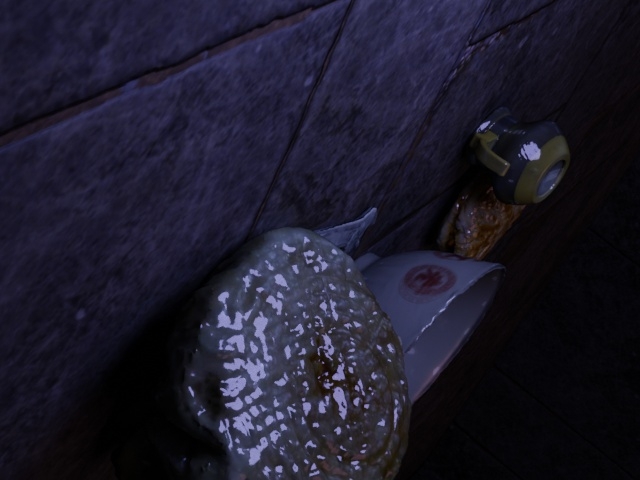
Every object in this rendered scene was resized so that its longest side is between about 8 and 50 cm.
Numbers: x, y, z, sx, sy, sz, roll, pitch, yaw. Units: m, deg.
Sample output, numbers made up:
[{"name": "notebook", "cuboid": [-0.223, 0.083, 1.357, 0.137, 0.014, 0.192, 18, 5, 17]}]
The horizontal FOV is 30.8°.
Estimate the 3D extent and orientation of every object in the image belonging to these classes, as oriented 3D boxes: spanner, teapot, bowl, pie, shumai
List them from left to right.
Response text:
[{"name": "shumai", "cuboid": [-0.088, 0.165, 1.147, 0.263, 0.304, 0.309, -25, 153, 37]}, {"name": "spanner", "cuboid": [0.000, 0.000, 1.288, 0.071, 0.017, 0.302, -56, 164, 17]}, {"name": "bowl", "cuboid": [0.079, 0.120, 1.528, 0.337, 0.157, 0.337, -46, 163, -18]}, {"name": "pie", "cuboid": [0.244, -0.038, 1.776, 0.179, 0.084, 0.205, -52, 163, -2]}, {"name": "teapot", "cuboid": [0.260, -0.115, 1.577, 0.166, 0.119, 0.130, -8, 131, -56]}]
